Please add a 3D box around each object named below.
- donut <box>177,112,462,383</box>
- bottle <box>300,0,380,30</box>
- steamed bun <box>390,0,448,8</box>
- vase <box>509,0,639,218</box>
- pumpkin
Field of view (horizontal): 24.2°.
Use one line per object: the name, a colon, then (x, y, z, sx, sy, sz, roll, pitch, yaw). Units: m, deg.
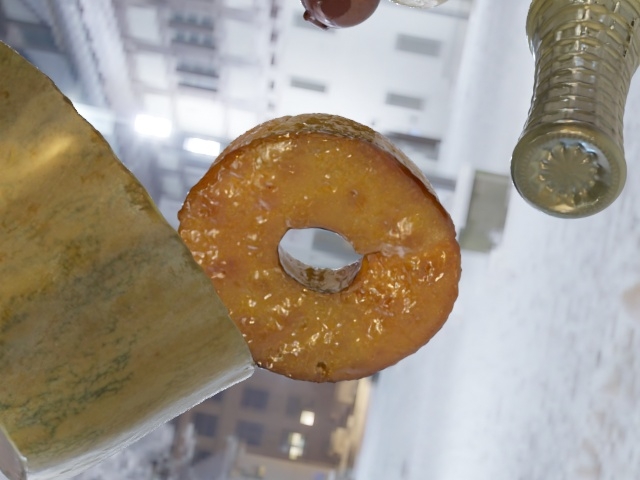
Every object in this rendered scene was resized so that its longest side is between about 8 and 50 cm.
donut: (0.000, 0.000, 1.555, 0.110, 0.302, 0.303, -85, 4, -59)
bottle: (0.003, -0.340, 1.660, 0.120, 0.120, 0.253, 99, 158, -48)
steamed bun: (0.169, -0.436, 2.100, 0.232, 0.273, 0.166, -40, -57, -26)
vase: (0.268, -0.149, 1.545, 0.299, 0.143, 0.143, -71, -8, -53)
pumpkin: (-0.221, 0.030, 1.072, 0.199, 0.332, 0.332, -44, -11, -13)
